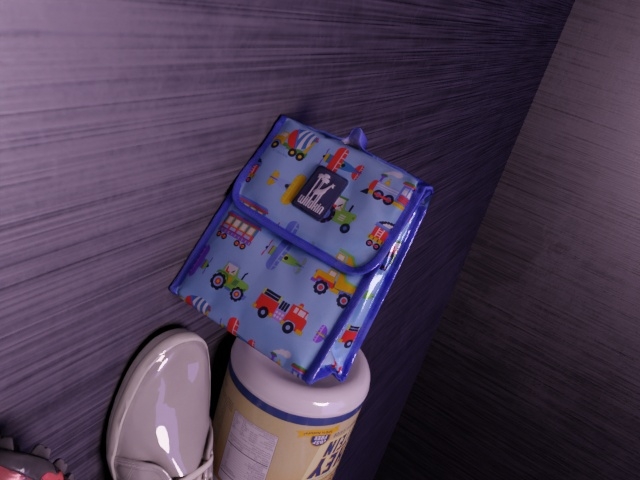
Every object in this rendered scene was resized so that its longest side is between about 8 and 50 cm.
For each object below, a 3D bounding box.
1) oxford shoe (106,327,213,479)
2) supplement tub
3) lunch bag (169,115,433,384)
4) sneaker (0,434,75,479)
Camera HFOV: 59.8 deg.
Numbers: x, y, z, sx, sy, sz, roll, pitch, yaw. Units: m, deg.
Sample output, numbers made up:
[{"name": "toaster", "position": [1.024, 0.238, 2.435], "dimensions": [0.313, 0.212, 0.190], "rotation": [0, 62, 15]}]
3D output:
[{"name": "oxford shoe", "position": [-0.202, 0.334, 0.761], "dimensions": [0.169, 0.130, 0.450], "rotation": [-8, 113, -53]}, {"name": "supplement tub", "position": [-0.065, 0.308, 0.930], "dimensions": [0.228, 0.228, 0.316], "rotation": [-23, 136, -56]}, {"name": "lunch bag", "position": [-0.010, -0.005, 0.705], "dimensions": [0.293, 0.220, 0.138], "rotation": [-62, 157, -1]}, {"name": "sneaker", "position": [-0.308, 0.311, 0.550], "dimensions": [0.135, 0.097, 0.276], "rotation": [-75, 177, -55]}]
